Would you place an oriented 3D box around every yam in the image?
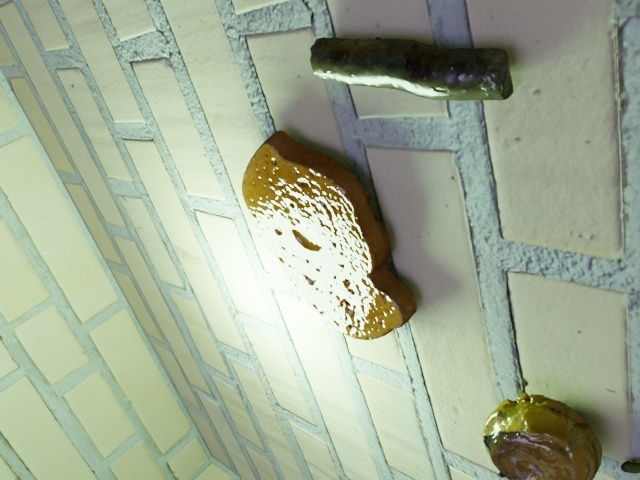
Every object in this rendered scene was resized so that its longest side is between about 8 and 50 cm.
[{"bbox_3d":[0.110,-0.235,0.776,0.317,0.067,0.071,20,163,39],"label":"yam"}]

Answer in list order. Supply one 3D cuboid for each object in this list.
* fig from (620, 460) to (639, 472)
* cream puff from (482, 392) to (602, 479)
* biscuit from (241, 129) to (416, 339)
[{"bbox_3d":[0.548,0.386,0.817,0.245,0.149,0.149,41,151,51],"label":"fig"},{"bbox_3d":[0.365,0.333,0.949,0.188,0.129,0.189,22,132,26],"label":"cream puff"},{"bbox_3d":[0.001,0.000,1.125,0.349,0.078,0.456,-3,120,48],"label":"biscuit"}]
